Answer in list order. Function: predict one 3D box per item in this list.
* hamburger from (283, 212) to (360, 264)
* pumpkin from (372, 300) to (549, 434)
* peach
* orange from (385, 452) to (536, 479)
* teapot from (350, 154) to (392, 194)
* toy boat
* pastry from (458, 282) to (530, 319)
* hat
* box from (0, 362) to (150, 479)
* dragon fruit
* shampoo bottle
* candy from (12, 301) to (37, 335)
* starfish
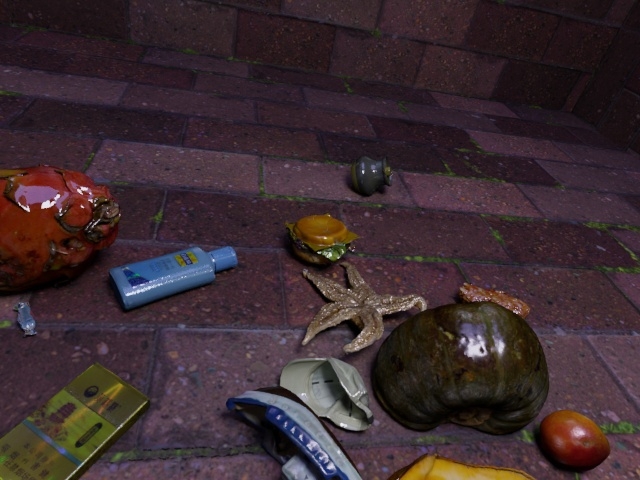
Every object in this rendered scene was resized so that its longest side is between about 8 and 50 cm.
[{"bbox_3d":[0.000,0.002,1.066,0.164,0.093,0.189,-8,29,-22],"label":"hamburger"},{"bbox_3d":[0.278,0.206,0.801,0.325,0.232,0.242,7,35,-15],"label":"pumpkin"},{"bbox_3d":[0.453,0.356,0.763,0.101,0.100,0.100,9,37,-7],"label":"peach"},{"bbox_3d":[0.174,0.397,0.503,0.310,0.274,0.274,40,11,-49],"label":"orange"},{"bbox_3d":[0.172,-0.212,1.385,0.119,0.130,0.166,-7,-1,22],"label":"teapot"},{"bbox_3d":[-0.045,0.321,0.638,0.115,0.114,0.262,-26,52,-34],"label":"toy boat"},{"bbox_3d":[0.413,0.160,1.039,0.170,0.063,0.087,16,28,11],"label":"pastry"},{"bbox_3d":[0.009,0.272,0.767,0.166,0.081,0.122,-2,77,2],"label":"hat"},{"bbox_3d":[-0.374,0.286,0.646,0.121,0.030,0.193,26,39,15],"label":"box"},{"bbox_3d":[-0.548,-0.024,0.818,0.250,0.315,0.250,46,8,-9],"label":"dragon fruit"},{"bbox_3d":[-0.304,0.067,0.923,0.258,0.061,0.104,-17,48,-35],"label":"shampoo bottle"},{"bbox_3d":[-0.540,0.143,0.782,0.030,0.020,0.083,-14,47,-32],"label":"candy"},{"bbox_3d":[0.064,0.139,0.952,0.299,0.060,0.302,-11,30,-20],"label":"starfish"}]
